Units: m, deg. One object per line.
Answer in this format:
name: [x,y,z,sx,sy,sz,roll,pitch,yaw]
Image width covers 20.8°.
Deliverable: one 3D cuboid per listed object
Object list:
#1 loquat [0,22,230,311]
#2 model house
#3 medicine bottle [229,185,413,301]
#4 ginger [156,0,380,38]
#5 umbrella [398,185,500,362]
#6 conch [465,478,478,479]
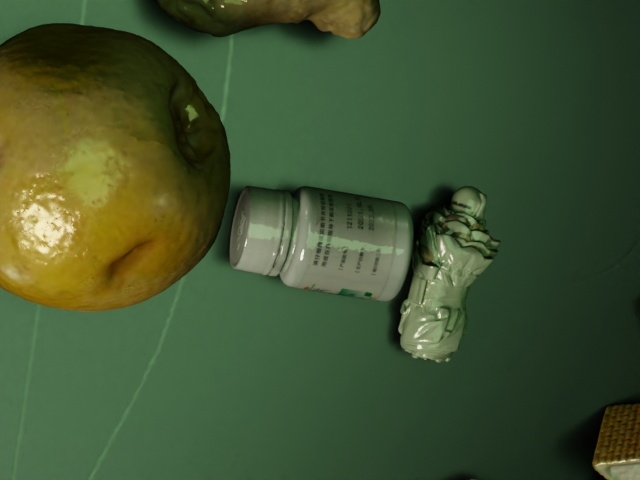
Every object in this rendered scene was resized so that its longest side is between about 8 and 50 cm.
loquat: [-0.173,-0.051,1.246,0.213,0.213,0.213,-1,94,-13]
model house: [0.272,0.190,1.431,0.100,0.088,0.101,12,124,9]
medicine bottle: [0.000,0.000,1.349,0.130,0.080,0.080,8,91,-13]
ginger: [0.024,-0.276,1.315,0.354,0.126,0.190,-44,96,-6]
umbrella: [0.100,0.026,1.385,0.067,0.062,0.143,19,96,17]
conch: [0.116,0.330,1.360,0.182,0.149,0.275,12,88,-10]
